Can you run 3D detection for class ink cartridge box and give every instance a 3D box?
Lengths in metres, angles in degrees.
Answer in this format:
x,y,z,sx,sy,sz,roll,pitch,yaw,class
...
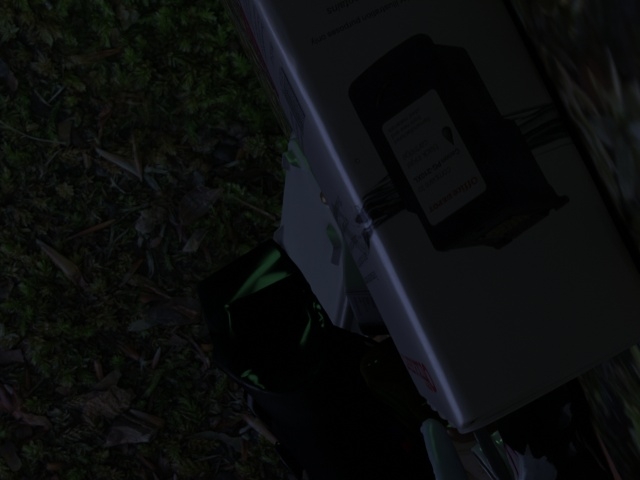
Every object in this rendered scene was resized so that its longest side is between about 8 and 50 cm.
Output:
x,y,z,sx,sy,sz,roll,pitch,yaw,class
0.063,-0.021,1.345,0.275,0.060,0.239,67,-159,-74,ink cartridge box
0.051,-0.040,0.530,0.172,0.100,0.237,87,158,-86,ink cartridge box

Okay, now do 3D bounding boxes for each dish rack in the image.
x,y,z,sx,sy,sz,roll,pitch,yaw,class
0.000,0.000,1.684,0.333,0.072,0.285,100,150,-52,dish rack

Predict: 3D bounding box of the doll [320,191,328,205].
x,y,z,sx,sy,sz,roll,pitch,yaw,class
0.012,-0.116,1.427,0.189,0.046,0.129,81,179,-63,doll

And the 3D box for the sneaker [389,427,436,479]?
x,y,z,sx,sy,sz,roll,pitch,yaw,class
0.136,0.302,1.614,0.148,0.131,0.350,58,-159,17,sneaker

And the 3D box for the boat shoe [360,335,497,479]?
x,y,z,sx,sy,sz,roll,pitch,yaw,class
0.130,0.179,1.158,0.110,0.122,0.341,65,177,-14,boat shoe

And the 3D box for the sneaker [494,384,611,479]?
x,y,z,sx,sy,sz,roll,pitch,yaw,class
0.160,0.138,0.763,0.077,0.072,0.178,-96,-8,-58,sneaker

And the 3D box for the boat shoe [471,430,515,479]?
x,y,z,sx,sy,sz,roll,pitch,yaw,class
0.195,0.243,0.849,0.226,0.076,0.083,62,178,41,boat shoe

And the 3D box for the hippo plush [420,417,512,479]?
x,y,z,sx,sy,sz,roll,pitch,yaw,class
0.094,0.265,0.599,0.294,0.236,0.234,48,164,12,hippo plush

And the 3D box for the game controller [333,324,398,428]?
x,y,z,sx,sy,sz,roll,pitch,yaw,class
0.092,0.193,1.454,0.166,0.067,0.319,42,-170,39,game controller

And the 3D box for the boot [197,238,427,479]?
x,y,z,sx,sy,sz,roll,pitch,yaw,class
0.066,0.246,1.037,0.367,0.146,0.445,37,156,49,boot
